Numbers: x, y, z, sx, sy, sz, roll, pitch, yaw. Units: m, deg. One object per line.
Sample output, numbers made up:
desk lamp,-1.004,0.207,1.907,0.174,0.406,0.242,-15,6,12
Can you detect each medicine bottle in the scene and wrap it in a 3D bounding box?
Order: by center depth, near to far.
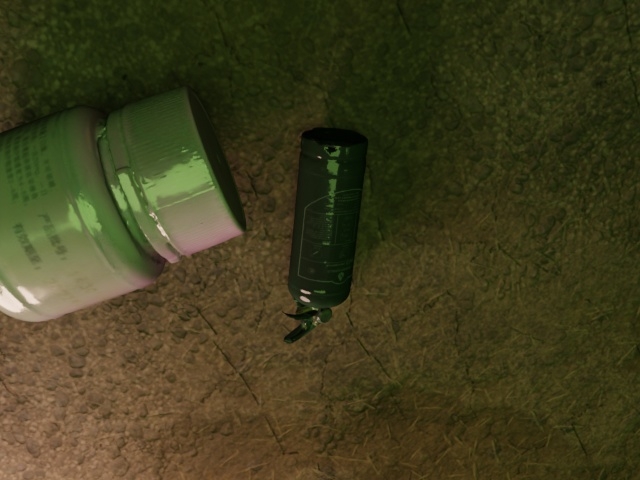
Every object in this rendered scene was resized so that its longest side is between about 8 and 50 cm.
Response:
medicine bottle,-0.268,-0.051,0.808,0.302,0.241,0.241,-19,111,1

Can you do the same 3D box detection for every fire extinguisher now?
fire extinguisher,0.000,0.000,0.932,0.115,0.095,0.311,-12,117,-37
